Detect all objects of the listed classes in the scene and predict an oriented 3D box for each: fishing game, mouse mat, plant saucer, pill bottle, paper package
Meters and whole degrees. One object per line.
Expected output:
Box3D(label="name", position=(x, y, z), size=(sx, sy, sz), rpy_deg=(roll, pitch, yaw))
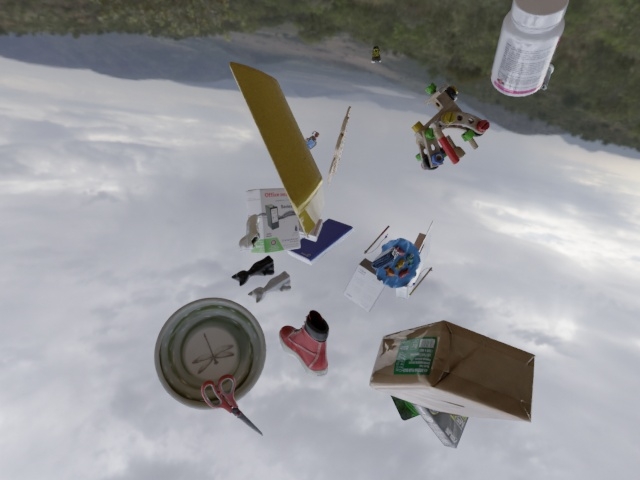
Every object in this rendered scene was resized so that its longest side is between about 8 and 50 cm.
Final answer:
Box3D(label="fishing game", position=(0.281, 0.084, 1.634), size=(0.264, 0.189, 0.041), rpy_deg=(46, 174, -20))
Box3D(label="mouse mat", position=(0.363, 0.624, 1.848), size=(0.152, 0.190, 0.007), rpy_deg=(-27, 178, 10))
Box3D(label="plant saucer", position=(-0.405, 0.417, 1.688), size=(0.399, 0.401, 0.100), rpy_deg=(5, 160, -10))
Box3D(label="pill bottle", position=(0.593, -0.567, 1.297), size=(0.160, 0.161, 0.283), rpy_deg=(14, 158, 16))
Box3D(label="paper package", position=(0.339, 0.353, 1.202), size=(0.309, 0.168, 0.325), rpy_deg=(22, 157, -14))
Box3D(label="plant saucer", position=(-0.073, -0.193, 1.013), size=(0.080, 0.333, 0.333), rpy_deg=(-24, 172, -1))

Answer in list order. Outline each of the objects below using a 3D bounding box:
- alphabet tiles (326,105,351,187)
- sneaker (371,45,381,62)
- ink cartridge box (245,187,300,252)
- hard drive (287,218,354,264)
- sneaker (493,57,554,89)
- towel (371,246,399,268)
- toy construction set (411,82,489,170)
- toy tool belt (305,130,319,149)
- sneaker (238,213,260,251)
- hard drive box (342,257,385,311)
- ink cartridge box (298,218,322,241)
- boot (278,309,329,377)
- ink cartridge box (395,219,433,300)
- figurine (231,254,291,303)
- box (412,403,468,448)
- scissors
Box3D(label="alphabet tiles", position=(0.072, -0.348, 1.712), size=(0.021, 0.278, 0.284), rpy_deg=(16, 169, 2))
Box3D(label="sneaker", position=(0.174, -0.589, 1.438), size=(0.031, 0.035, 0.083), rpy_deg=(-6, -139, 5))
Box3D(label="ink cartridge box", position=(-0.204, -0.091, 1.973), size=(0.198, 0.273, 0.114), rpy_deg=(-9, -174, -42))
Box3D(label="hard drive", position=(0.000, 0.000, 2.464), size=(0.318, 0.040, 0.210), rpy_deg=(-38, -144, -25))
Box3D(label="sneaker", position=(0.766, -0.624, 1.730), size=(0.228, 0.132, 0.086), rpy_deg=(11, -175, 1))
Box3D(label="towel", position=(0.173, 0.049, 1.209), size=(0.067, 0.029, 0.119), rpy_deg=(-32, 179, 16))
Box3D(label="toy construction set", position=(0.381, -0.375, 1.455), size=(0.257, 0.237, 0.309), rpy_deg=(-33, -172, 19))
Box3D(label="toy tool belt", position=(-0.039, -0.408, 1.874), size=(0.052, 0.083, 0.051), rpy_deg=(42, -137, -10))
Box3D(label="sneaker", position=(-0.239, -0.027, 1.624), size=(0.061, 0.152, 0.054), rpy_deg=(-4, 147, 30))
Box3D(label="hard drive box", position=(0.252, 0.242, 2.448), size=(0.181, 0.232, 0.089), rpy_deg=(35, -145, 13))
Box3D(label="ink cartridge box", position=(-0.066, -0.066, 2.103), size=(0.135, 0.099, 0.056), rpy_deg=(18, 156, 5))
Box3D(label="boot", position=(-0.048, 0.264, 1.336), size=(0.088, 0.177, 0.244), rpy_deg=(-7, -160, -30))
Box3D(label="ink cartridge box", position=(0.388, 0.078, 1.884), size=(0.060, 0.239, 0.275), rpy_deg=(19, -120, 22))
Box3D(label="figurine", position=(-0.273, 0.188, 2.107), size=(0.209, 0.092, 0.215), rpy_deg=(-25, -130, -34))
Box3D(label="box", position=(0.487, 0.640, 1.787), size=(0.060, 0.270, 0.216), rpy_deg=(-14, -152, 49))
Box3D(label="scissors", position=(-0.285, 0.553, 1.467), size=(0.108, 0.297, 0.021), rpy_deg=(-28, -155, -16))
